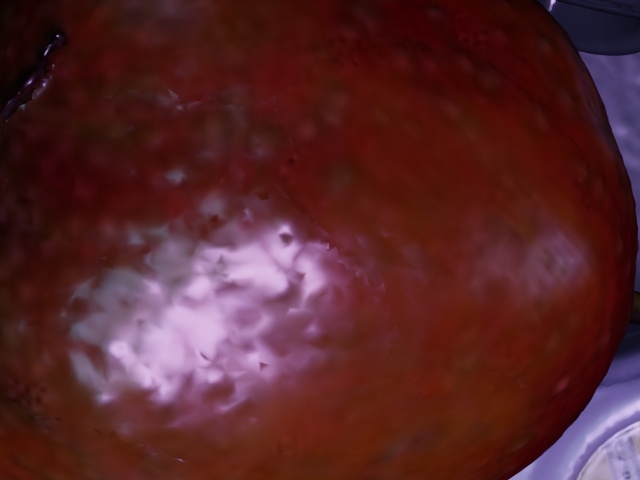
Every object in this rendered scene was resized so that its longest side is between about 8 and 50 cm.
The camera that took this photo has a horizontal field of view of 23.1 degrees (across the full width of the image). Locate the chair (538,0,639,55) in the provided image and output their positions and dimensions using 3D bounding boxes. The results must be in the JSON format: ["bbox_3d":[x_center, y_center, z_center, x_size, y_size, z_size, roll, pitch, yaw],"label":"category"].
[{"bbox_3d":[0.130,-0.181,0.662,0.104,0.095,0.221,18,109,9],"label":"chair"}]

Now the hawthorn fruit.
[{"bbox_3d":[0.000,0.000,0.653,0.369,0.285,0.284,9,110,-21],"label":"hawthorn fruit"}]

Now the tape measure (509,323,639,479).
[{"bbox_3d":[0.164,0.121,0.763,0.196,0.105,0.178,-12,100,5],"label":"tape measure"}]
